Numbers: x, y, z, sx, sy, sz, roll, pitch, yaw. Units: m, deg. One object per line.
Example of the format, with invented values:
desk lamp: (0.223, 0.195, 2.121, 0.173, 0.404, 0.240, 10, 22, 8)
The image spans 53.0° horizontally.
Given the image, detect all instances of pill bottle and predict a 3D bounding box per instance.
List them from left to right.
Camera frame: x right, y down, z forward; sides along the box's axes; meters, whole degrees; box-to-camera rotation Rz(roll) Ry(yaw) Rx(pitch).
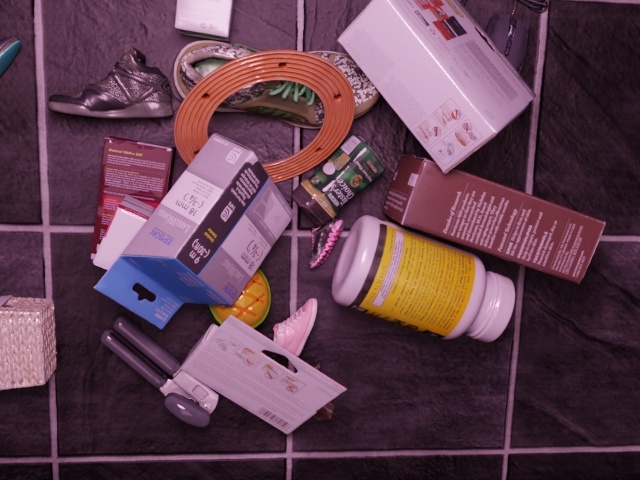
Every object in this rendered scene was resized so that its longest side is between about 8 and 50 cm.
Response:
pill bottle: (0.206, 0.088, 1.289, 0.334, 0.188, 0.187, 20, 97, -8)

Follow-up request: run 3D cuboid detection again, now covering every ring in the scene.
ring: (-0.100, -0.218, 1.179, 0.337, 0.336, 0.032, -16, 57, -3)

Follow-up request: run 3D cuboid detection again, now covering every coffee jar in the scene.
coffee jar: (0.035, -0.117, 1.283, 0.184, 0.079, 0.096, -42, 136, 3)

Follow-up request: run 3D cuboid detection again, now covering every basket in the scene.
basket: (-0.588, 0.199, 1.267, 0.103, 0.113, 0.167, -1, 100, -8)

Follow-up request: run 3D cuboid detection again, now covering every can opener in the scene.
can opener: (-0.328, 0.273, 1.315, 0.283, 0.095, 0.076, 43, 92, -11)

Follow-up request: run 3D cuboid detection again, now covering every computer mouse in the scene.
computer mouse: (0.339, -0.410, 1.281, 0.184, 0.060, 0.262, 23, 96, -10)

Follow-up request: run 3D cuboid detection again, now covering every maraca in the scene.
maraca: (-0.168, 0.092, 1.302, 0.127, 0.099, 0.185, -8, 79, -17)

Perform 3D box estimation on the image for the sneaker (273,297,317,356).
sneaker: (-0.057, 0.177, 1.347, 0.070, 0.051, 0.134, 20, 102, -14)

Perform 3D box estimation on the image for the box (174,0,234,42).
box: (-0.215, -0.435, 1.207, 0.101, 0.087, 0.101, 8, 100, -7)

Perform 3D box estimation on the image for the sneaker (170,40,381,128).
sneaker: (-0.079, -0.292, 1.197, 0.411, 0.182, 0.158, 1, 99, -6)

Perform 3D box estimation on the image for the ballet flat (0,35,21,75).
ballet flat: (-0.641, -0.308, 1.197, 0.074, 0.074, 0.203, 34, 97, -10)

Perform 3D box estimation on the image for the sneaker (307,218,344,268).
sneaker: (0.000, 0.000, 1.333, 0.057, 0.047, 0.119, 31, 95, 12)

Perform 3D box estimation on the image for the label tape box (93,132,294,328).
label tape box: (-0.208, 0.013, 1.161, 0.106, 0.240, 0.333, 28, 76, 26)

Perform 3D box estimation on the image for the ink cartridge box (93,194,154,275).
ink cartridge box: (-0.352, -0.012, 1.161, 0.063, 0.150, 0.109, 23, 97, -14)

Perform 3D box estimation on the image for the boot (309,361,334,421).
boot: (-0.002, 0.330, 1.387, 0.114, 0.037, 0.106, 43, 106, -8)

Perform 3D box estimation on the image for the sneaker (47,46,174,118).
sneaker: (-0.399, -0.294, 1.216, 0.228, 0.087, 0.130, -4, 98, -8)

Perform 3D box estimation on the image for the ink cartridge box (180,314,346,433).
ink cartridge box: (-0.113, 0.259, 1.289, 0.275, 0.060, 0.239, 34, 130, -10)

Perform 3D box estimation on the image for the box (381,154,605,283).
box: (0.333, -0.047, 1.278, 0.382, 0.191, 0.143, 20, 97, -8)

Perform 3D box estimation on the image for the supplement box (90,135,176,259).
supplement box: (-0.366, -0.075, 1.262, 0.130, 0.073, 0.239, 9, 100, -8)

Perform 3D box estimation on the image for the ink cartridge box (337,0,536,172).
ink cartridge box: (0.229, -0.316, 1.195, 0.309, 0.272, 0.130, 52, 131, 2)
